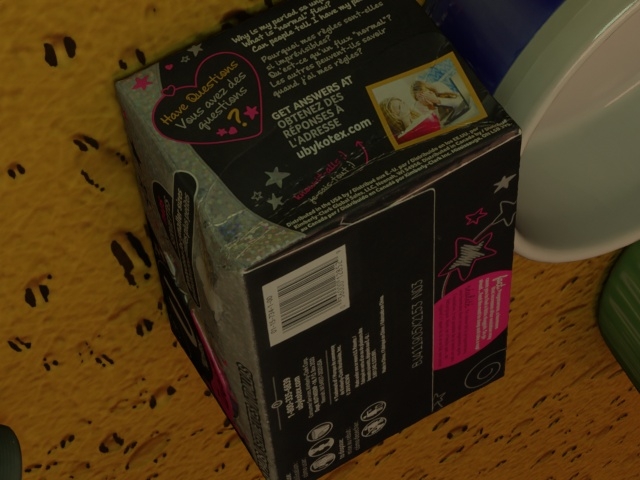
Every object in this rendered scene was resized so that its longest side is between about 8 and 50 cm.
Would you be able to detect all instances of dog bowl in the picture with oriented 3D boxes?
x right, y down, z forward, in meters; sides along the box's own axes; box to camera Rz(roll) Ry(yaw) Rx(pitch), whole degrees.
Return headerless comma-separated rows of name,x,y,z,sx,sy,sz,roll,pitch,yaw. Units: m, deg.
dog bowl,0.183,-0.114,0.998,0.265,0.104,0.265,-27,150,-17

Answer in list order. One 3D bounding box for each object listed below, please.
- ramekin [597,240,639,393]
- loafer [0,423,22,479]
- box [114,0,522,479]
ramekin,0.368,0.041,1.372,0.303,0.148,0.303,-26,150,-17
loafer,-0.268,0.206,1.020,0.084,0.096,0.267,17,116,-32
box,0.000,0.000,0.932,0.163,0.142,0.247,-27,148,-14
